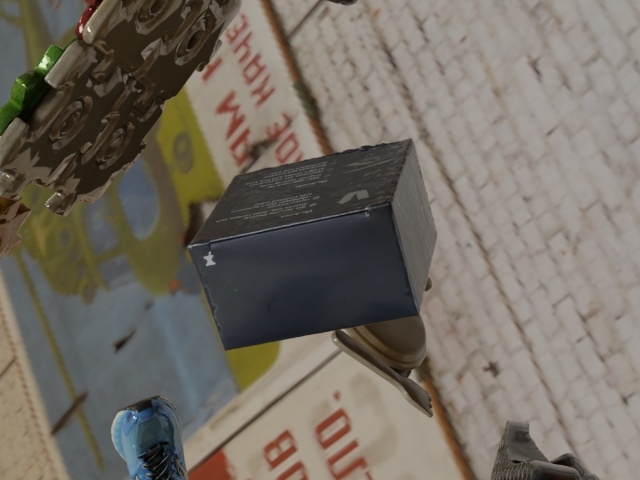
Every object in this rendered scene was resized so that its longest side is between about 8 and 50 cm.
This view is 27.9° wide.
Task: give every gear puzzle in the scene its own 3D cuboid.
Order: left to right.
[{"bbox_3d":[-0.125,-0.096,0.727,0.044,0.339,0.175,37,-179,10],"label":"gear puzzle"}]

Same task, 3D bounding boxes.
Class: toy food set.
[{"bbox_3d":[0.045,0.069,1.134,0.132,0.038,0.192,38,-151,-19],"label":"toy food set"}]

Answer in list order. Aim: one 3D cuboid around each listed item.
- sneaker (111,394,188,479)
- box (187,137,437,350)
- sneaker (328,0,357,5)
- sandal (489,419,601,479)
[{"bbox_3d":[-0.136,0.207,1.131,0.063,0.162,0.073,-21,-146,-19],"label":"sneaker"},{"bbox_3d":[0.000,0.000,0.996,0.158,0.155,0.093,-65,-39,-66],"label":"box"},{"bbox_3d":[-0.001,-0.304,1.139,0.087,0.130,0.228,15,-146,-26],"label":"sneaker"},{"bbox_3d":[0.209,0.271,1.194,0.107,0.446,0.168,14,-91,4],"label":"sandal"}]
